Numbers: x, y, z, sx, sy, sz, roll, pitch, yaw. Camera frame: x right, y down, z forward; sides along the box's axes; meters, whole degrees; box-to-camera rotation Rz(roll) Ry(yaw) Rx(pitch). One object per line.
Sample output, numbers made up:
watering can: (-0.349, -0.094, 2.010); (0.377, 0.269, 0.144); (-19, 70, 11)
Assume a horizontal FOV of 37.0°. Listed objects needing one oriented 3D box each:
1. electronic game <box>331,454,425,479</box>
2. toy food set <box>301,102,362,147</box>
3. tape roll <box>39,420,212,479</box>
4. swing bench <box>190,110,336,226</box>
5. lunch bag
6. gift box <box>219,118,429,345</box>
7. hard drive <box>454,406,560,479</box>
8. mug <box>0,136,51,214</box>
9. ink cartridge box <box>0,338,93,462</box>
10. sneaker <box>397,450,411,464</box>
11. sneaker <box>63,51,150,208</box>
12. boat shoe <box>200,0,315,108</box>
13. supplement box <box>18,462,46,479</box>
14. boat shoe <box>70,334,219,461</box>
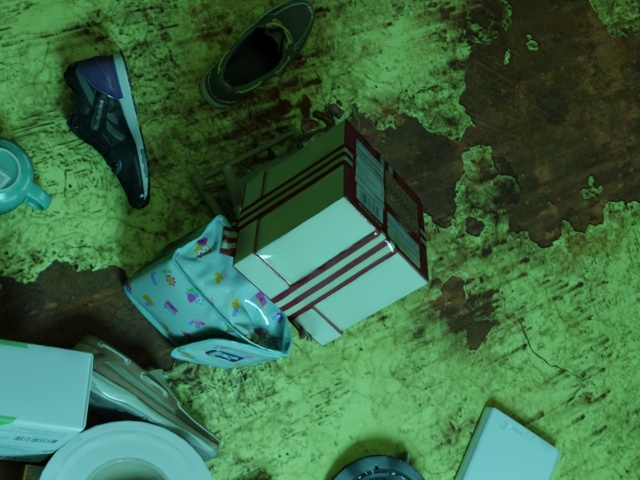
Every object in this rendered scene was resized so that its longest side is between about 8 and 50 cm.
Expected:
electronic game: (0.110, 0.527, 1.836); (0.229, 0.048, 0.229); (0, 88, -13)
toy food set: (0.014, -0.211, 1.747); (0.122, 0.019, 0.077); (-15, 93, -20)
tape roll: (-0.310, 0.435, 1.520); (0.286, 0.100, 0.286); (10, 49, -11)
swing bench: (-0.060, -0.069, 1.800); (0.253, 0.165, 0.254); (-30, 101, -28)
lunch bag: (-0.185, 0.117, 1.667); (0.262, 0.223, 0.160); (53, 54, -10)
gift box: (0.000, 0.000, 1.545); (0.255, 0.258, 0.276); (46, 29, -24)
hard drive: (0.367, 0.531, 1.989); (0.203, 0.040, 0.307); (34, 69, -18)
mug: (-0.532, -0.110, 1.598); (0.158, 0.097, 0.129); (-7, 85, -27)
ink cartridge box: (-0.489, 0.247, 1.452); (0.211, 0.289, 0.121); (13, 63, -25)
sneaker: (0.175, 0.481, 1.897); (0.067, 0.042, 0.118); (19, 82, -19)
sneaker: (-0.381, -0.185, 1.701); (0.124, 0.107, 0.283); (-13, 84, -13)
boat shoe: (-0.105, -0.372, 1.859); (0.109, 0.091, 0.305); (49, 65, -13)
supplement box: (-0.451, 0.408, 1.593); (0.098, 0.036, 0.062); (14, 75, -25)
boat shoe: (-0.298, 0.272, 1.649); (0.324, 0.123, 0.116); (39, 50, -24)
